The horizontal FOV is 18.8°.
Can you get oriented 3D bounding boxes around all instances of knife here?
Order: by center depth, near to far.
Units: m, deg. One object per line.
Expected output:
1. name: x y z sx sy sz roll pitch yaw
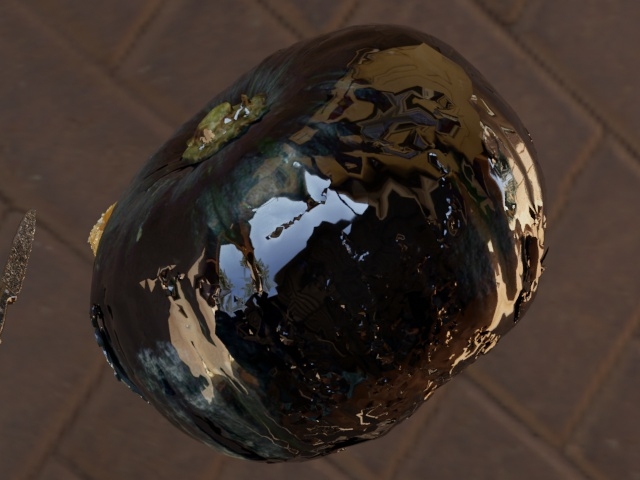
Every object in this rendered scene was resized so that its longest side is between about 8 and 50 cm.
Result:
1. knife: -0.254 0.029 1.592 0.023 0.010 0.170 44 33 -28

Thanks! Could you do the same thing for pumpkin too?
1. pumpkin: 0.000 0.000 0.914 0.233 0.233 0.163 -40 105 -20

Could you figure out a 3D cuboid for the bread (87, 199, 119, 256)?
1. bread: -0.172 -0.003 1.813 0.070 0.083 0.077 54 35 10
